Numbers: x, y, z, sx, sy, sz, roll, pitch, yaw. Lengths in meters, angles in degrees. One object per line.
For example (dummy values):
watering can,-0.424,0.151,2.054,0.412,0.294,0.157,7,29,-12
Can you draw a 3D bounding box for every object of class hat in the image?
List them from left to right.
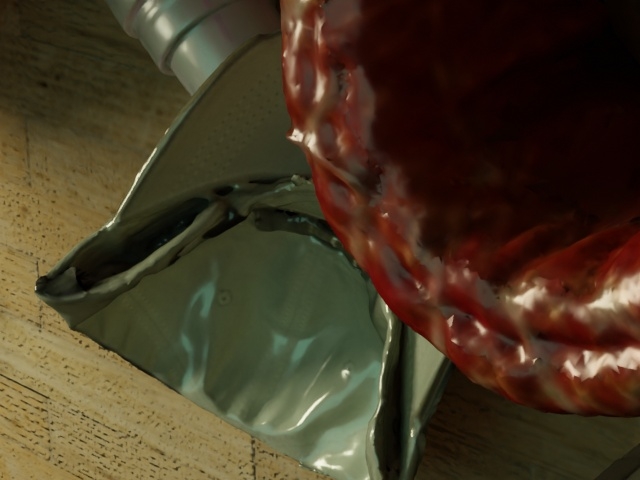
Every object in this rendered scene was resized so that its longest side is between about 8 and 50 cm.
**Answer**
hat,-0.003,0.005,1.045,0.258,0.168,0.301,31,104,7

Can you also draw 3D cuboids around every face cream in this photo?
face cream,-0.128,-0.228,1.089,0.345,0.102,0.102,56,136,12

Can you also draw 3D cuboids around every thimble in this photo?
thimble,0.154,-0.112,0.755,0.350,0.230,0.350,20,121,38

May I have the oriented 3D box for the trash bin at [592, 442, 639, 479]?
trash bin,0.237,0.223,0.829,0.219,0.220,0.250,0,113,47
